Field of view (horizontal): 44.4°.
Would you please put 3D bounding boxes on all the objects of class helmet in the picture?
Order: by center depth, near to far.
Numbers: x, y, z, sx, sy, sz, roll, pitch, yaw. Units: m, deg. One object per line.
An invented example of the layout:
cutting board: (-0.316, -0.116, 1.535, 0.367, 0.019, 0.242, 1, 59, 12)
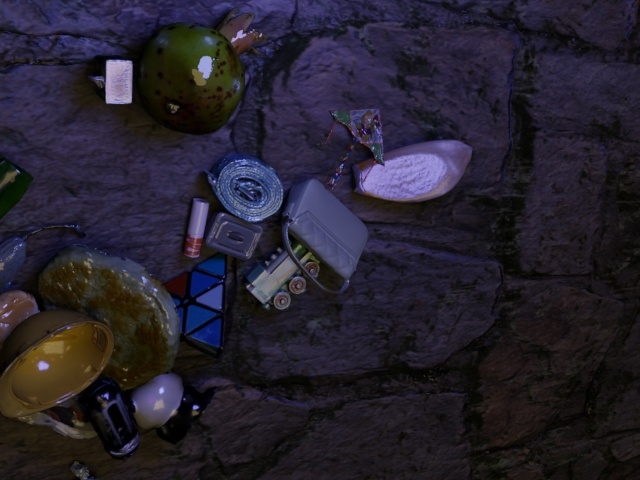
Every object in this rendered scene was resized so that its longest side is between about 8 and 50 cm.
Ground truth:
helmet: (-0.551, 0.218, 1.556, 0.256, 0.140, 0.205, -25, 139, -38)

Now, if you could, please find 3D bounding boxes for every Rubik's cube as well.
Rubik's cube: (-0.265, 0.184, 1.844, 0.234, 0.284, 0.250, 75, 35, -46)

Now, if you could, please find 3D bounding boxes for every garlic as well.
garlic: (0.225, -0.164, 1.936, 0.317, 0.112, 0.143, -13, 90, -16)

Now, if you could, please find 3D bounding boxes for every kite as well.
kite: (0.076, -0.227, 1.854, 0.198, 0.006, 0.244, 39, 69, -16)

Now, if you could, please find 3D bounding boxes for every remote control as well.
remote control: (-0.450, 0.407, 1.726, 0.090, 0.066, 0.266, -30, 137, -22)

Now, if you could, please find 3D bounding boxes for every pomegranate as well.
pomegranate: (-0.235, -0.334, 1.595, 0.286, 0.230, 0.231, -34, 125, -46)

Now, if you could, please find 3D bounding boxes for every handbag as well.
handbag: (0.000, 0.000, 1.843, 0.256, 0.079, 0.219, 42, 51, -31)

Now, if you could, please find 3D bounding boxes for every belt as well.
belt: (-0.167, -0.121, 1.764, 0.147, 0.082, 0.163, -34, 118, -12)

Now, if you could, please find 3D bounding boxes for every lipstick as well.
lipstick: (-0.280, -0.027, 1.766, 0.038, 0.038, 0.131, 6, 105, -29)

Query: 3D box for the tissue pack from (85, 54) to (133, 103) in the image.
tissue pack: (-0.418, -0.319, 1.544, 0.079, 0.111, 0.085, -4, 110, -25)

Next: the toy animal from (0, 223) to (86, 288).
toy animal: (-0.611, 0.022, 1.607, 0.253, 0.070, 0.079, -39, 157, -24)

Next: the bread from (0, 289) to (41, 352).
bread: (-0.631, 0.186, 1.629, 0.119, 0.084, 0.177, -35, 124, -46)

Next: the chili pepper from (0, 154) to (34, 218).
chili pepper: (-0.733, -0.056, 1.446, 0.385, 0.167, 0.213, -37, 123, -12)

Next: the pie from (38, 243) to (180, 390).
pie: (-0.443, 0.171, 1.660, 0.296, 0.078, 0.372, -4, 117, 13)

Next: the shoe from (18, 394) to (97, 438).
shoe: (-0.565, 0.348, 1.721, 0.227, 0.099, 0.126, 26, 93, -34)

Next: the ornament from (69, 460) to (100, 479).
ornament: (-0.552, 0.564, 1.842, 0.068, 0.041, 0.092, 3, 120, -5)

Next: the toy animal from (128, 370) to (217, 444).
toy animal: (-0.356, 0.372, 1.827, 0.179, 0.138, 0.166, 37, 69, -25)

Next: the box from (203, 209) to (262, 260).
box: (-0.205, -0.016, 1.795, 0.122, 0.062, 0.089, 21, 97, -33)

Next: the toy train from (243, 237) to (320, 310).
toy train: (-0.087, 0.076, 1.883, 0.194, 0.081, 0.125, -46, 118, -4)
